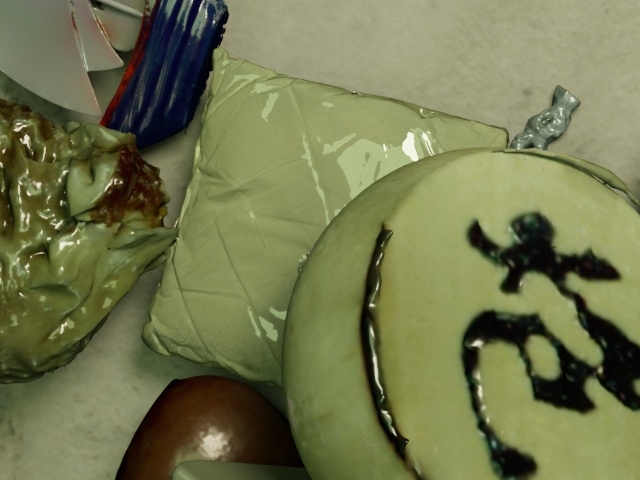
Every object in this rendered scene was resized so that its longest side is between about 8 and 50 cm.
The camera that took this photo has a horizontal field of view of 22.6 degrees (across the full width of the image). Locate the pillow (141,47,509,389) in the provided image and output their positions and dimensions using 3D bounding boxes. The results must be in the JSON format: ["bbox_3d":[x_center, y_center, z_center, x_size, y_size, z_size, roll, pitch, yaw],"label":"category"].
[{"bbox_3d":[0.002,-0.001,1.414,0.274,0.076,0.280,16,97,12],"label":"pillow"}]

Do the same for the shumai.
[{"bbox_3d":[-0.222,-0.012,1.413,0.218,0.189,0.256,-14,80,19],"label":"shumai"}]

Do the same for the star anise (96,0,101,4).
[{"bbox_3d":[-0.177,-0.314,1.478,0.230,0.081,0.262,-7,101,16],"label":"star anise"}]

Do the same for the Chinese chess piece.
[{"bbox_3d":[0.142,0.098,1.234,0.349,0.146,0.349,10,69,-27],"label":"Chinese chess piece"}]

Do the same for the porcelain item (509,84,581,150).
[{"bbox_3d":[0.202,-0.100,1.453,0.036,0.028,0.083,34,95,4],"label":"porcelain item"}]

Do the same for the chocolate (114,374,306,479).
[{"bbox_3d":[-0.091,0.210,1.426,0.177,0.177,0.176,0,89,8],"label":"chocolate"}]

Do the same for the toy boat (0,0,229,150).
[{"bbox_3d":[-0.236,-0.180,1.454,0.318,0.072,0.219,1,108,14],"label":"toy boat"}]

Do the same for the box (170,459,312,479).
[{"bbox_3d":[0.029,0.379,1.332,0.352,0.177,0.343,9,93,-28],"label":"box"}]
